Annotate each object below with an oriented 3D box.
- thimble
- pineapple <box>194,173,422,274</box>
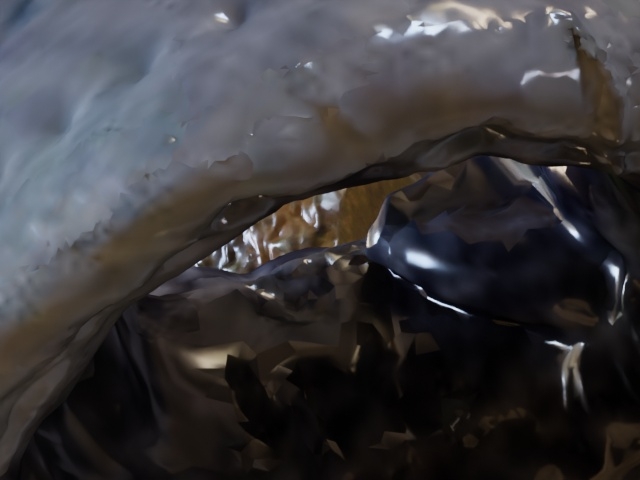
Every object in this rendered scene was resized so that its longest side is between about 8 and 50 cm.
[{"bbox_3d":[0.000,0.000,0.485,0.245,0.157,0.217,-20,131,-4],"label":"thimble"},{"bbox_3d":[-0.061,0.019,0.855,0.237,0.119,0.111,-10,75,34],"label":"pineapple"}]
